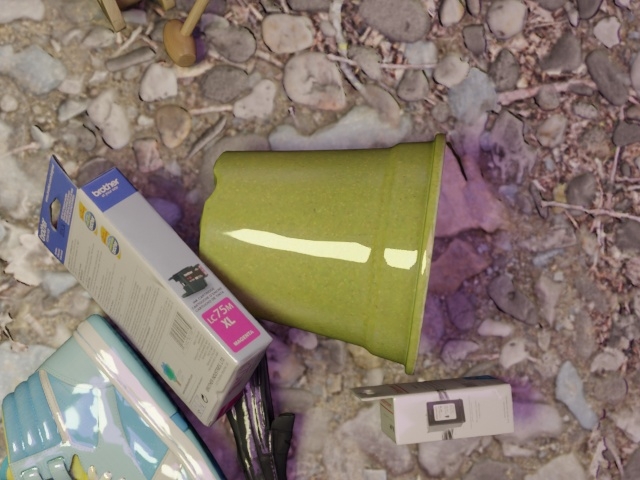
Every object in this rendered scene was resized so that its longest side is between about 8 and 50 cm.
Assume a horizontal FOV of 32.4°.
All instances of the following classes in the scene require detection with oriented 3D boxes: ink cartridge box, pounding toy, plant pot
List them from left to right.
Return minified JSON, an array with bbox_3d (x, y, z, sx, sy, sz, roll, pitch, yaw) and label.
[{"bbox_3d":[-0.204,-0.341,1.268,0.155,0.269,0.154,-25,52,-7],"label":"pounding toy"},{"bbox_3d":[-0.193,0.049,1.229,0.311,0.186,0.065,45,58,10],"label":"ink cartridge box"},{"bbox_3d":[0.000,0.000,1.260,0.254,0.276,0.276,7,87,5],"label":"plant pot"},{"bbox_3d":[0.132,0.205,1.330,0.180,0.104,0.060,-5,90,-7],"label":"ink cartridge box"}]

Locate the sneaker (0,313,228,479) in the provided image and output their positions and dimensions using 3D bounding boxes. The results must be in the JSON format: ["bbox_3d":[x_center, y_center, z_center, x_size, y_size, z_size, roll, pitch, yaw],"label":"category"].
[{"bbox_3d":[-0.241,0.267,1.274,0.208,0.127,0.319,-37,84,-9],"label":"sneaker"}]

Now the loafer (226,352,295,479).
[{"bbox_3d":[-0.065,0.229,1.317,0.078,0.076,0.223,-18,87,2],"label":"loafer"}]
